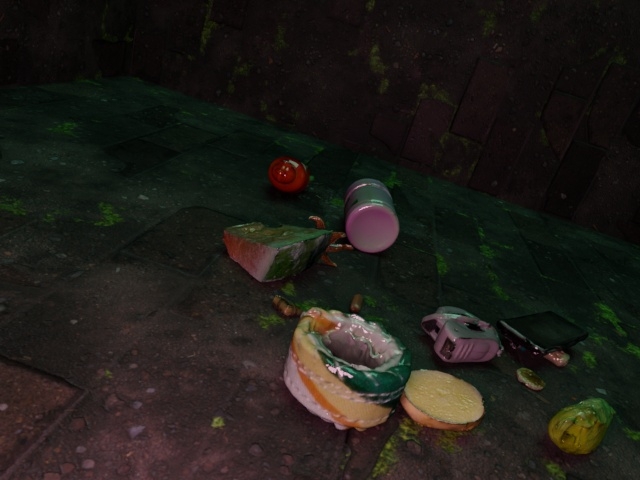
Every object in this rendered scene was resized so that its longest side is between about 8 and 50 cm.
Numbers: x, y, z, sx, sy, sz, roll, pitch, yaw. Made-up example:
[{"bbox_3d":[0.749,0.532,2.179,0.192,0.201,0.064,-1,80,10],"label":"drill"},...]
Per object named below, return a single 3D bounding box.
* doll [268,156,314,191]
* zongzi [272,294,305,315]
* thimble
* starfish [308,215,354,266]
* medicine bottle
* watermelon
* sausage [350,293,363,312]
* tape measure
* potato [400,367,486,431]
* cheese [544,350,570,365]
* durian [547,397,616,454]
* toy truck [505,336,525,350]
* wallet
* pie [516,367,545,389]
[{"bbox_3d":[-0.143,-0.293,2.243,0.183,0.160,0.363,24,5,8],"label":"doll"},{"bbox_3d":[-0.086,0.185,1.408,0.083,0.040,0.076,12,14,-42],"label":"zongzi"},{"bbox_3d":[0.053,0.279,1.128,0.288,0.167,0.254,29,25,22],"label":"thimble"},{"bbox_3d":[-0.002,0.005,1.688,0.238,0.213,0.057,9,43,13],"label":"starfish"},{"bbox_3d":[0.200,-0.108,2.034,0.212,0.211,0.325,15,25,-6],"label":"medicine bottle"},{"bbox_3d":[-0.130,0.036,1.601,0.302,0.151,0.264,13,19,37],"label":"watermelon"},{"bbox_3d":[0.111,0.192,1.528,0.034,0.034,0.083,19,24,4],"label":"sausage"},{"bbox_3d":[0.409,0.271,1.462,0.236,0.120,0.197,9,22,-30],"label":"tape measure"},{"bbox_3d":[0.276,0.383,1.167,0.201,0.080,0.164,14,31,0],"label":"potato"},{"bbox_3d":[0.708,0.336,1.618,0.065,0.043,0.194,-1,30,-42],"label":"cheese"},{"bbox_3d":[0.620,0.441,1.202,0.250,0.139,0.101,1,23,-36],"label":"durian"},{"bbox_3d":[0.632,0.318,1.610,0.044,0.039,0.083,16,21,-16],"label":"toy truck"},{"bbox_3d":[0.724,0.294,1.613,0.318,0.045,0.172,-3,26,-39],"label":"wallet"},{"bbox_3d":[0.604,0.397,1.437,0.085,0.019,0.084,15,24,-7],"label":"pie"}]
